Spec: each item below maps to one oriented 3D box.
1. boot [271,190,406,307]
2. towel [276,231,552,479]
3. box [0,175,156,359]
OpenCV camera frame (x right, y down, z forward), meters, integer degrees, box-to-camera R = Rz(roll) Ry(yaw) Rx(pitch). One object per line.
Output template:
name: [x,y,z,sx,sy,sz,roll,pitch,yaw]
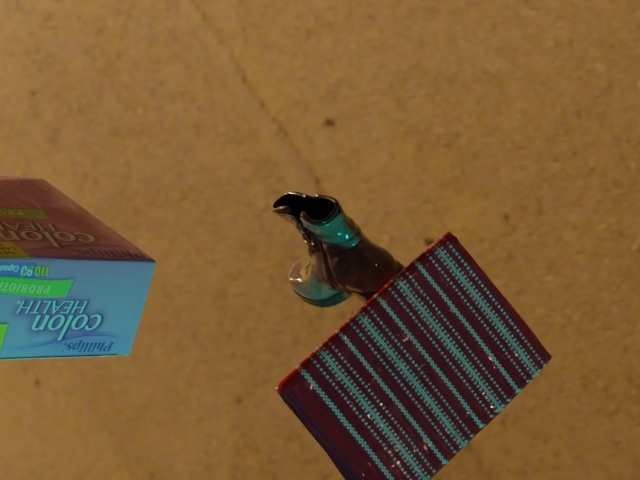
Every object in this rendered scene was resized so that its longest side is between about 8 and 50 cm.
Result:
boot: [0.000,0.000,1.874,0.161,0.083,0.246,47,160,-21]
towel: [0.105,0.150,1.759,0.199,0.275,0.031,51,165,-8]
box: [-0.340,0.023,1.693,0.243,0.214,0.117,34,112,42]
